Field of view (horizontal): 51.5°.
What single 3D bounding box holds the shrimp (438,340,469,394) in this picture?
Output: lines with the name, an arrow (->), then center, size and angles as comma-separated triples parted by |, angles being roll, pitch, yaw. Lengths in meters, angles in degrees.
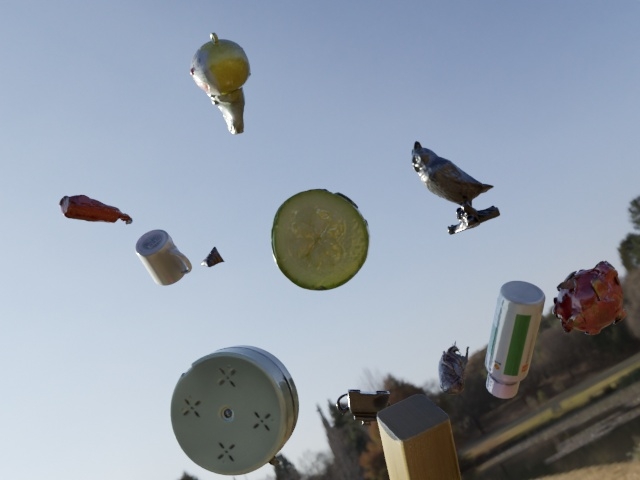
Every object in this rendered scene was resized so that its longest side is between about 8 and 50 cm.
shrimp -> 0.324, 0.304, 1.616 | 0.073, 0.074, 0.190 | 5, 24, 11

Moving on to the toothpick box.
toothpick box -> 0.265, 0.582, 1.730 | 0.190, 0.308, 0.187 | -19, 21, -17

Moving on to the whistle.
whistle -> -0.201, -0.312, 1.346 | 0.123, 0.123, 0.223 | -22, -49, -19

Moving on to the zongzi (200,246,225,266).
zongzi -> -0.399, 0.073, 2.376 | 0.073, 0.067, 0.083 | -12, 25, 45

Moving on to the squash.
squash -> -0.002, 0.000, 1.395 | 0.219, 0.219, 0.041 | -36, -8, 17

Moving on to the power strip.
power strip -> -0.227, 0.473, 1.837 | 0.358, 0.357, 0.161 | -33, -8, 9

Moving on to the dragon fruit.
dragon fruit -> 0.542, 0.118, 1.326 | 0.136, 0.133, 0.165 | -15, -42, -44

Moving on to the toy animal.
toy animal -> 0.269, -0.122, 1.315 | 0.117, 0.210, 0.121 | -32, -3, -6

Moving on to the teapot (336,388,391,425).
teapot -> 0.134, 0.476, 1.887 | 0.177, 0.096, 0.087 | 3, -8, 3

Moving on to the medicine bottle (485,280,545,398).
medicine bottle -> 0.403, 0.214, 1.396 | 0.095, 0.095, 0.260 | -16, -56, -32

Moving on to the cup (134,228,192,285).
cup -> -0.414, 0.043, 1.799 | 0.136, 0.099, 0.133 | -12, -46, 8

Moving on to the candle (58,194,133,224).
candle -> -0.455, -0.060, 1.371 | 0.048, 0.053, 0.162 | 3, -6, 39
